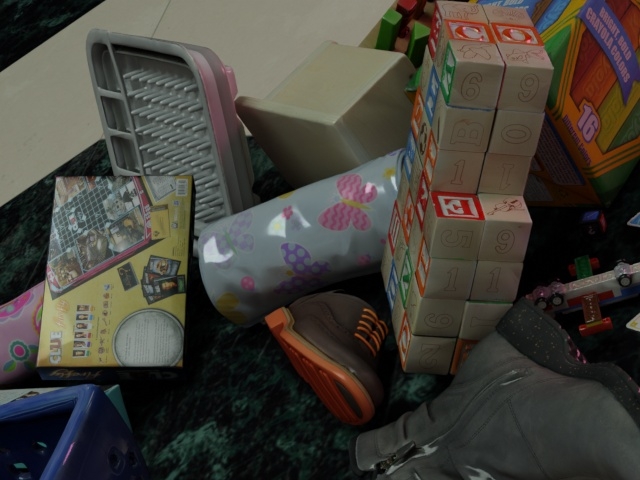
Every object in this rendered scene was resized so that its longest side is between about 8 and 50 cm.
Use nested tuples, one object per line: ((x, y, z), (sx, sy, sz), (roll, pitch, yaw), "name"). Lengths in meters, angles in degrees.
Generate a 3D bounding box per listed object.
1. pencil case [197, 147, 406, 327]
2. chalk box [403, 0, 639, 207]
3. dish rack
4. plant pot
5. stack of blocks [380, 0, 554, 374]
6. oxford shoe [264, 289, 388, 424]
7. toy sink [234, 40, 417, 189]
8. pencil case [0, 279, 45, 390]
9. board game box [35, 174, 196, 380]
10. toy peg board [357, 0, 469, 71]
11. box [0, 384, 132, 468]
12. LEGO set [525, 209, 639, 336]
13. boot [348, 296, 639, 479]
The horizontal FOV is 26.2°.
((0.000, 0.000, 1.486), (0.273, 0.113, 0.124), (-22, 74, 24), "pencil case")
((0.259, -0.195, 1.432), (0.179, 0.180, 0.289), (3, 49, 48), "chalk box")
((-0.176, -0.125, 1.723), (0.072, 0.285, 0.333), (-20, 21, -27), "dish rack")
((-0.266, 0.299, 1.245), (0.236, 0.212, 0.236), (-17, 34, 30), "plant pot")
((0.130, -0.045, 1.248), (0.087, 0.297, 0.171), (4, 32, -8), "stack of blocks")
((0.020, 0.096, 1.323), (0.098, 0.097, 0.271), (-33, 19, -6), "oxford shoe")
((0.032, -0.137, 1.613), (0.131, 0.153, 0.234), (-46, 30, -17), "toy sink")
((-0.342, 0.106, 1.684), (0.284, 0.124, 0.124), (-27, 31, 16), "pencil case")
((-0.230, 0.040, 1.576), (0.165, 0.042, 0.243), (0, 63, 1), "board game box")
((0.152, -0.248, 1.627), (0.160, 0.161, 0.079), (-52, -10, -26), "toy peg board")
((-0.333, 0.211, 1.554), (0.244, 0.060, 0.100), (-7, 13, 40), "box")
((0.299, 0.033, 1.229), (0.182, 0.060, 0.244), (-36, 29, -25), "LEGO set")
((0.159, 0.191, 1.084), (0.223, 0.118, 0.338), (-41, 19, -2), "boot")
